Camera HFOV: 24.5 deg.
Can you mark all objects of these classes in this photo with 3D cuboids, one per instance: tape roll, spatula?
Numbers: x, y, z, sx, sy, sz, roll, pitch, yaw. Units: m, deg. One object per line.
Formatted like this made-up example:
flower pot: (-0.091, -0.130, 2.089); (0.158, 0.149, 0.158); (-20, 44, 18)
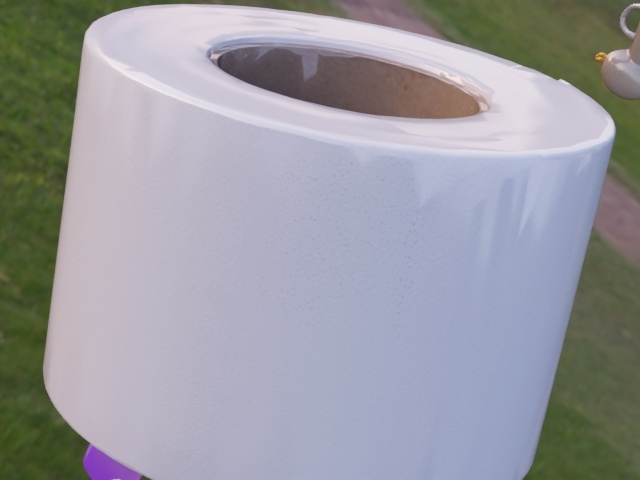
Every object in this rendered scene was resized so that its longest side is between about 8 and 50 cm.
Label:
tape roll: (0.000, 0.000, 0.694); (0.246, 0.169, 0.246); (10, 19, -3)
spatula: (-0.238, 0.308, 1.638); (0.030, 0.296, 0.084); (-22, 52, -35)

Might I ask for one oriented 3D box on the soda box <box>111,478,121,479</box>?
soda box: (-0.123, 0.261, 0.900); (0.069, 0.074, 0.216); (-20, 85, -44)

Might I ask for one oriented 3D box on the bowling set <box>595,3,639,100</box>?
bowling set: (0.409, -0.132, 1.299); (0.287, 0.154, 0.200); (42, 26, 15)
